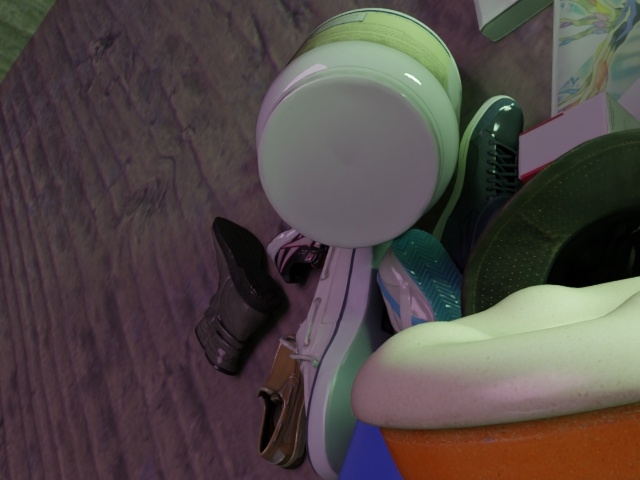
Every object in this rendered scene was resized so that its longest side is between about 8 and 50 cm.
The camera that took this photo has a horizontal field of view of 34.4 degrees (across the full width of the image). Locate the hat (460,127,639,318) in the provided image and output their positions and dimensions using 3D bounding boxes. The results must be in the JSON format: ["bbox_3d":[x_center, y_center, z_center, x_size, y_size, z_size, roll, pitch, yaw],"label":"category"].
[{"bbox_3d":[0.282,0.038,0.932,0.331,0.331,0.134,-54,12,11],"label":"hat"}]

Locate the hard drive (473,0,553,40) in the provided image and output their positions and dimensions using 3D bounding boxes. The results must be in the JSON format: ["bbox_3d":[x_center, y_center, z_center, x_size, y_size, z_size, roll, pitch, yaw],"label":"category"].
[{"bbox_3d":[0.285,-0.444,1.426,0.203,0.040,0.307,-33,44,35],"label":"hard drive"}]

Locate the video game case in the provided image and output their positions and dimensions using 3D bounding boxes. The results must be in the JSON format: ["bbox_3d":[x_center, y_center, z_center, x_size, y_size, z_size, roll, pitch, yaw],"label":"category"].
[{"bbox_3d":[0.391,-0.266,1.145,0.300,0.036,0.328,-14,63,43],"label":"video game case"}]

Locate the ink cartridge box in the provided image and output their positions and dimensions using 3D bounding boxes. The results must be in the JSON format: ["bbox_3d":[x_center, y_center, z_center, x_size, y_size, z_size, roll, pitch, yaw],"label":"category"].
[{"bbox_3d":[0.296,-0.073,1.080,0.109,0.150,0.063,-27,45,39],"label":"ink cartridge box"}]

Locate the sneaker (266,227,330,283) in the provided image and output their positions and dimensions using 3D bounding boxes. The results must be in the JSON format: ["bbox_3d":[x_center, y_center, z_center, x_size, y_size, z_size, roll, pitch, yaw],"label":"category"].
[{"bbox_3d":[0.000,0.000,1.485,0.178,0.072,0.077,-46,50,35],"label":"sneaker"}]

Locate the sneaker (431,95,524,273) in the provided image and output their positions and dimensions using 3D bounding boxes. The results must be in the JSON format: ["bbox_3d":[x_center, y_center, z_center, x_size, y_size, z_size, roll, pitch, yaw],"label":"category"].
[{"bbox_3d":[0.223,-0.059,1.204,0.163,0.086,0.226,14,86,62],"label":"sneaker"}]

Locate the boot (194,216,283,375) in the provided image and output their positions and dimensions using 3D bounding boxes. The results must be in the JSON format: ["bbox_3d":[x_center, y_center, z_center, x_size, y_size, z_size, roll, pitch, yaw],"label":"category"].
[{"bbox_3d":[-0.152,0.082,1.602,0.161,0.083,0.246,-55,34,21],"label":"boot"}]

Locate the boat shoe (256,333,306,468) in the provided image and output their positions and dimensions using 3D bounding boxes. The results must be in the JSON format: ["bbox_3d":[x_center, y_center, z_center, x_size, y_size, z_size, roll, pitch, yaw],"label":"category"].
[{"bbox_3d":[-0.052,0.207,1.395,0.068,0.072,0.190,-28,48,39],"label":"boat shoe"}]

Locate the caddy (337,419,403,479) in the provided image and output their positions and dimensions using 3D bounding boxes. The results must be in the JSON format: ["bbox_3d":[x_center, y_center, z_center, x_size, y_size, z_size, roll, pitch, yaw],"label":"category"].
[{"bbox_3d":[0.153,0.256,0.970,0.179,0.241,0.341,-2,66,58],"label":"caddy"}]

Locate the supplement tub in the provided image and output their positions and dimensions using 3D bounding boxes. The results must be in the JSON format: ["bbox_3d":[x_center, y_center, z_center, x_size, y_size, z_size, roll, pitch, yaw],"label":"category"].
[{"bbox_3d":[0.052,-0.142,1.259,0.235,0.235,0.325,-46,9,22],"label":"supplement tub"}]

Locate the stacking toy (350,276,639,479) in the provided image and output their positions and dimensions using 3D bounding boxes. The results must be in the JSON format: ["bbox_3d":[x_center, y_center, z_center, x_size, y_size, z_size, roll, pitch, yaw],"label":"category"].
[{"bbox_3d":[0.233,0.261,0.685,0.351,0.351,0.479,-15,86,46],"label":"stacking toy"}]

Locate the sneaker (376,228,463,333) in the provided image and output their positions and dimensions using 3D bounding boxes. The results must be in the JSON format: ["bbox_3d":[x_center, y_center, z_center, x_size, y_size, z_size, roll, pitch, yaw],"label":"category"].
[{"bbox_3d":[0.139,0.102,1.206,0.228,0.087,0.092,66,152,26],"label":"sneaker"}]

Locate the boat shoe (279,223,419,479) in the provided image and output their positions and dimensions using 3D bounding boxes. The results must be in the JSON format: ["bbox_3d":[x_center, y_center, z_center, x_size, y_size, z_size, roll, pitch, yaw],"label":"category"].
[{"bbox_3d":[0.019,0.131,1.305,0.156,0.136,0.367,-19,51,44],"label":"boat shoe"}]
